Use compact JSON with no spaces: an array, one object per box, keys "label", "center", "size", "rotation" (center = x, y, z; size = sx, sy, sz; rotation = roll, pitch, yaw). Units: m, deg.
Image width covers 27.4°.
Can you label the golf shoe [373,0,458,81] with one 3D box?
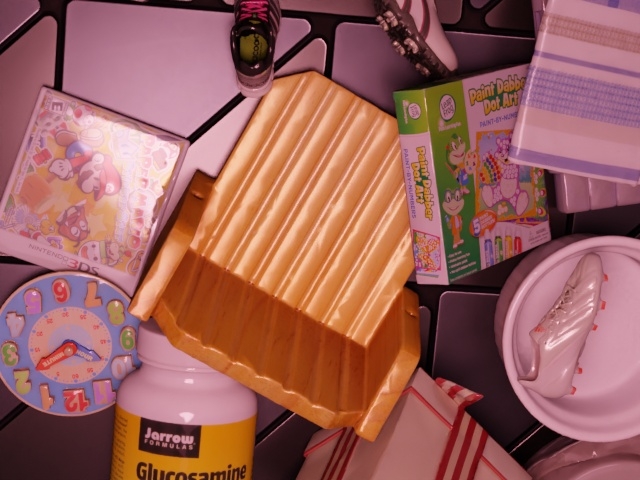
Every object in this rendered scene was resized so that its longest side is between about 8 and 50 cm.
[{"label":"golf shoe","center":[0.115,-0.330,1.697],"size":[0.120,0.105,0.273],"rotation":[-36,102,-6]}]

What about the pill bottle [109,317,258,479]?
[{"label":"pill bottle","center":[-0.180,0.276,1.722],"size":[0.187,0.188,0.334],"rotation":[4,99,-6]}]

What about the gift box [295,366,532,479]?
[{"label":"gift box","center":[0.126,0.339,1.708],"size":[0.276,0.258,0.255],"rotation":[-32,107,34]}]

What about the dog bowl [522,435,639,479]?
[{"label":"dog bowl","center":[0.411,0.419,1.850],"size":[0.348,0.102,0.349],"rotation":[-1,99,-5]}]

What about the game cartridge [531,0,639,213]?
[{"label":"game cartridge","center":[0.407,-0.225,1.765],"size":[0.230,0.068,0.355],"rotation":[-7,100,0]}]

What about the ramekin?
[{"label":"ramekin","center":[0.368,0.120,1.778],"size":[0.277,0.135,0.277],"rotation":[-1,100,-6]}]

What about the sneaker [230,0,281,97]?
[{"label":"sneaker","center":[-0.083,-0.273,1.679],"size":[0.063,0.075,0.170],"rotation":[2,74,0]}]

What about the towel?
[{"label":"towel","center":[0.363,-0.217,1.690],"size":[0.209,0.034,0.285],"rotation":[8,104,-17]}]

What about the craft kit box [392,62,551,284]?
[{"label":"craft kit box","center":[0.201,-0.091,1.692],"size":[0.250,0.061,0.247],"rotation":[-20,103,-47]}]

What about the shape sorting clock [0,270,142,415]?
[{"label":"shape sorting clock","center":[-0.333,0.140,1.748],"size":[0.206,0.040,0.206],"rotation":[-2,111,-6]}]

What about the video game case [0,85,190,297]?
[{"label":"video game case","center":[-0.307,-0.063,1.736],"size":[0.206,0.026,0.227],"rotation":[20,97,-9]}]

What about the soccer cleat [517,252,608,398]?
[{"label":"soccer cleat","center":[0.308,0.107,1.669],"size":[0.076,0.068,0.196],"rotation":[14,101,-5]}]

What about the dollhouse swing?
[{"label":"dollhouse swing","center":[0.000,0.000,1.658],"size":[0.346,0.315,0.305],"rotation":[30,111,-9]}]
